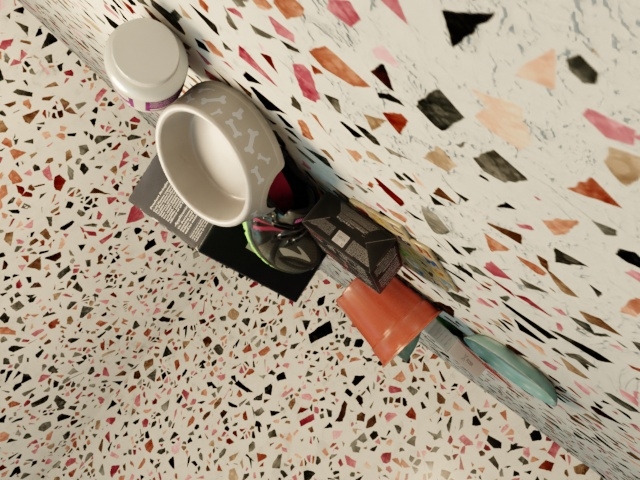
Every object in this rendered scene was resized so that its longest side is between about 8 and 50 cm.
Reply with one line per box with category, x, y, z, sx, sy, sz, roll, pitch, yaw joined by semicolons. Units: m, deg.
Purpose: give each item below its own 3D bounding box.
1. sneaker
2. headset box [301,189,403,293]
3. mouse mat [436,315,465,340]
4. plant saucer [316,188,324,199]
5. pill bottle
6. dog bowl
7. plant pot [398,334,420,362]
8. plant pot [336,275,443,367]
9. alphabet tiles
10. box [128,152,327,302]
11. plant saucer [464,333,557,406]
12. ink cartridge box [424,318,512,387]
sneaker;-0.099;-0.065;1.489;0.202;0.185;0.482;25;152;38
headset box;0.093;0.016;1.471;0.218;0.110;0.293;37;174;20
mouse mat;0.446;0.299;2.047;0.190;0.007;0.152;35;173;43
plant saucer;-0.019;-0.117;1.619;0.200;0.037;0.200;38;174;5
pill bottle;-0.373;-0.376;1.210;0.169;0.169;0.301;41;174;-17
dog bowl;-0.245;-0.187;1.310;0.349;0.102;0.348;24;135;27
plant pot;0.272;0.296;2.150;0.293;0.196;0.293;39;174;5
plant pot;0.212;0.232;1.861;0.265;0.272;0.272;45;176;14
alphabet tiles;0.203;0.017;1.405;0.285;0.011;0.342;34;172;42
box;-0.285;-0.079;1.868;0.472;0.297;0.480;31;177;43
plant saucer;0.576;0.378;1.688;0.318;0.043;0.317;39;175;4
ink cartridge box;0.527;0.424;2.014;0.296;0.066;0.261;41;-178;-43
